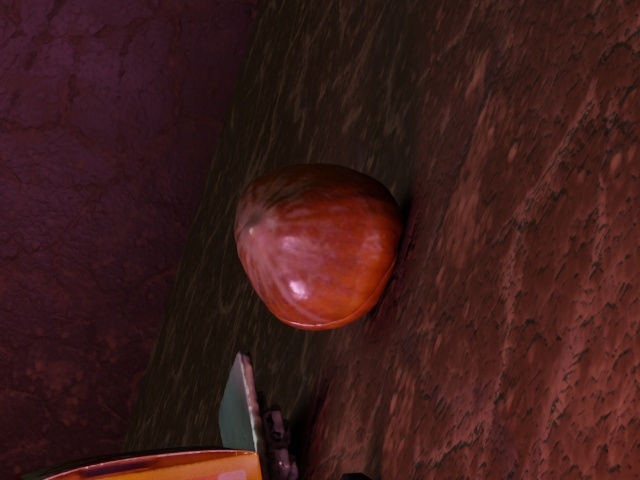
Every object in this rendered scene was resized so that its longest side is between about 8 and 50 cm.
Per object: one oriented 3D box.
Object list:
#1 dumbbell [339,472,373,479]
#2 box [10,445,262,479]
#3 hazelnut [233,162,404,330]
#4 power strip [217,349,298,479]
[{"bbox_3d":[0.024,0.250,1.455,0.036,0.040,0.083,-29,-34,-57],"label":"dumbbell"},{"bbox_3d":[-0.199,0.336,1.743,0.283,0.259,0.214,156,104,-76],"label":"box"},{"bbox_3d":[0.000,0.000,1.625,0.182,0.182,0.182,-164,90,-80],"label":"hazelnut"},{"bbox_3d":[-0.062,0.240,1.813,0.213,0.064,0.198,112,150,-63],"label":"power strip"}]
